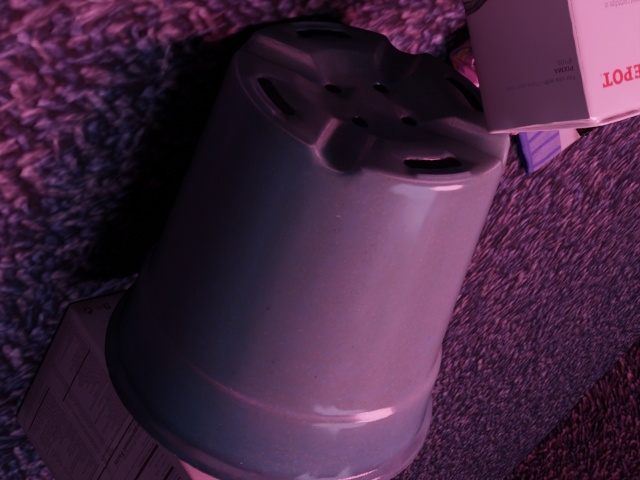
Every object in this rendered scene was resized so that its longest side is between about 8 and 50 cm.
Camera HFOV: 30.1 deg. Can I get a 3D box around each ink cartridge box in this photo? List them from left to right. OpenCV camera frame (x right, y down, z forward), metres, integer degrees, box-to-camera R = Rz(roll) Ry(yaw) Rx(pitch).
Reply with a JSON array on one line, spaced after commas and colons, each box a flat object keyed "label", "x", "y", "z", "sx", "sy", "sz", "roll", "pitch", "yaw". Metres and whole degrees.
[{"label": "ink cartridge box", "x": 0.219, "y": -0.246, "z": 1.019, "sx": 0.207, "sy": 0.283, "sz": 0.117, "roll": -18, "pitch": -169, "yaw": -42}]

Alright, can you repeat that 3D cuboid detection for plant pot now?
[{"label": "plant pot", "x": 0.000, "y": 0.000, "z": 1.113, "sx": 0.341, "sy": 0.341, "sz": 0.334, "roll": -17, "pitch": 139, "yaw": -42}]

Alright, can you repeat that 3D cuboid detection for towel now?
[{"label": "towel", "x": 0.381, "y": -0.215, "z": 1.630, "sx": 0.285, "sy": 0.034, "sz": 0.209, "roll": -39, "pitch": 159, "yaw": 2}]

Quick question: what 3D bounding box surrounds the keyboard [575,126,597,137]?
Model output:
[{"label": "keyboard", "x": 0.378, "y": -0.185, "z": 1.591, "sx": 0.100, "sy": 0.038, "sz": 0.192, "roll": -49, "pitch": 168, "yaw": 32}]

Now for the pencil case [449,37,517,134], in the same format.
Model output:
[{"label": "pencil case", "x": 0.273, "y": -0.240, "z": 1.315, "sx": 0.284, "sy": 0.124, "sz": 0.124, "roll": -39, "pitch": 157, "yaw": 1}]

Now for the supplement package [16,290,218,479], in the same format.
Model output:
[{"label": "supplement package", "x": -0.155, "y": 0.207, "z": 1.281, "sx": 0.199, "sy": 0.262, "sz": 0.198, "roll": -13, "pitch": 144, "yaw": -46}]
